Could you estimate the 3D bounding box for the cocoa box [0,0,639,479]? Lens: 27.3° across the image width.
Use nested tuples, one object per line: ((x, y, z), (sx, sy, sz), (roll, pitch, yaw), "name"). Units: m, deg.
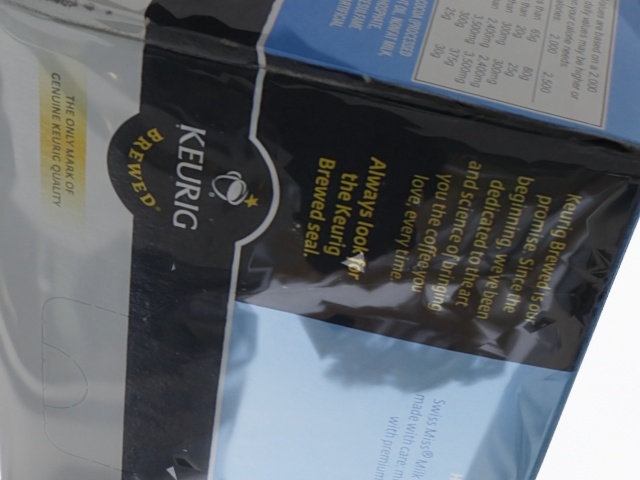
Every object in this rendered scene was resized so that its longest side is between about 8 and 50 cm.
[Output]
((0.000, 0.000, 0.591), (0.228, 0.347, 0.231), (14, -137, 4), "cocoa box")
